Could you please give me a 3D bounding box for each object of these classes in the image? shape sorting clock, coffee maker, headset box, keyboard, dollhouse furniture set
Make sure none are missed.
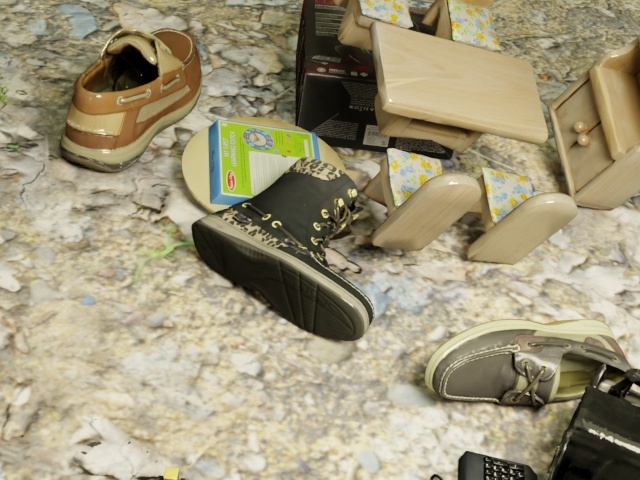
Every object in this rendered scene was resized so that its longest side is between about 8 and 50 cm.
[{"bbox_3d":[-0.068,-0.082,1.311,0.206,0.040,0.206,11,43,-10],"label":"shape sorting clock"},{"bbox_3d":[0.295,0.217,0.933,0.178,0.120,0.171,23,60,20],"label":"coffee maker"},{"bbox_3d":[0.076,-0.245,1.513,0.218,0.110,0.293,7,35,-5],"label":"headset box"},{"bbox_3d":[0.143,0.247,0.902,0.100,0.038,0.192,9,34,0],"label":"keyboard"},{"bbox_3d":[0.254,-0.187,1.244,0.394,0.256,0.362,9,58,-26],"label":"dollhouse furniture set"}]

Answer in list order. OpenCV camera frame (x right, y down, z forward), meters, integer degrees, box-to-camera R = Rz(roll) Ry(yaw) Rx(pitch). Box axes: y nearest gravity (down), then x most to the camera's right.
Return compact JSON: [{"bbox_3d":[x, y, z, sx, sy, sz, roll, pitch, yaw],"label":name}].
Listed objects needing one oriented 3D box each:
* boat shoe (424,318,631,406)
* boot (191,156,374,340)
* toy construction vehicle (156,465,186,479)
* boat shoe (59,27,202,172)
[{"bbox_3d":[0.212,0.126,1.052,0.223,0.080,0.073,-4,32,-25],"label":"boat shoe"},{"bbox_3d":[-0.001,-0.002,1.156,0.236,0.085,0.178,28,49,30],"label":"boot"},{"bbox_3d":[-0.101,0.227,0.873,0.086,0.035,0.098,9,35,-1],"label":"toy construction vehicle"},{"bbox_3d":[-0.232,-0.211,1.385,0.122,0.120,0.324,13,35,5],"label":"boat shoe"}]
